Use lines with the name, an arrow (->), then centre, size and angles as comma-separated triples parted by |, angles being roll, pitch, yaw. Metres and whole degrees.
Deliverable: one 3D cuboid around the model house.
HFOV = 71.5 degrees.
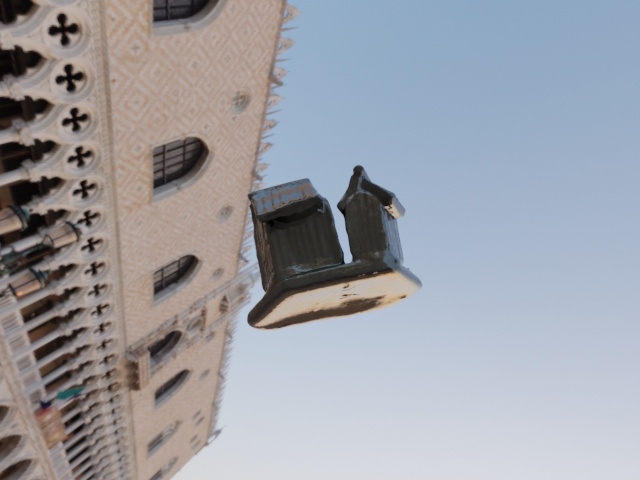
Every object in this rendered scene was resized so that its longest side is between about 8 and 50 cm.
model house -> 0.000, 0.003, 0.566 | 0.122, 0.230, 0.188 | 64, 14, -74
